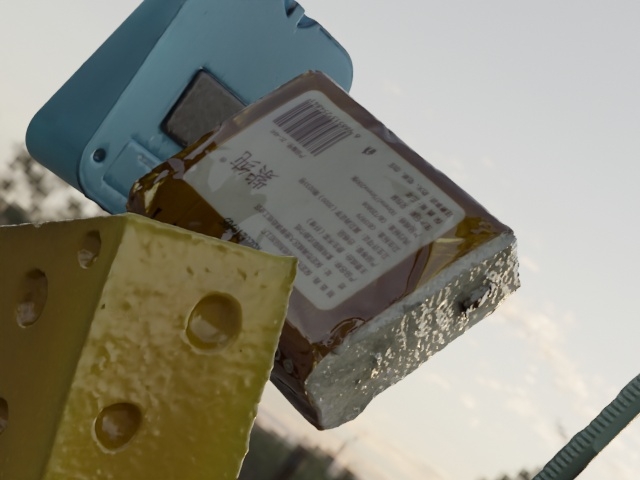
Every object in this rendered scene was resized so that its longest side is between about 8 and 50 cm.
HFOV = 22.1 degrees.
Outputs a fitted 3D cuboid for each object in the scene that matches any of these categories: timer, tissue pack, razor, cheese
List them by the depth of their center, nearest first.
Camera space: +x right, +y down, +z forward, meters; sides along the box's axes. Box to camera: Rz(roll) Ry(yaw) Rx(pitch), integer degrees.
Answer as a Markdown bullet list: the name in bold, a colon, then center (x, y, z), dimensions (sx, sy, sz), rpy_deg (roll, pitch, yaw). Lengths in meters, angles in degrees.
- **cheese**: center (-0.090, 0.082, 0.686), dimensions (0.093, 0.171, 0.126), rpy_deg (13, -12, -42)
- **razor**: center (0.129, 0.132, 0.929), dimensions (0.036, 0.211, 0.084), rpy_deg (54, 7, 31)
- **tissue pack**: center (0.000, 0.000, 1.120), dimensions (0.226, 0.183, 0.092), rpy_deg (44, -19, 35)
- **timer**: center (-0.107, -0.118, 1.449), dimensions (0.091, 0.250, 0.232), rpy_deg (35, -4, 42)
